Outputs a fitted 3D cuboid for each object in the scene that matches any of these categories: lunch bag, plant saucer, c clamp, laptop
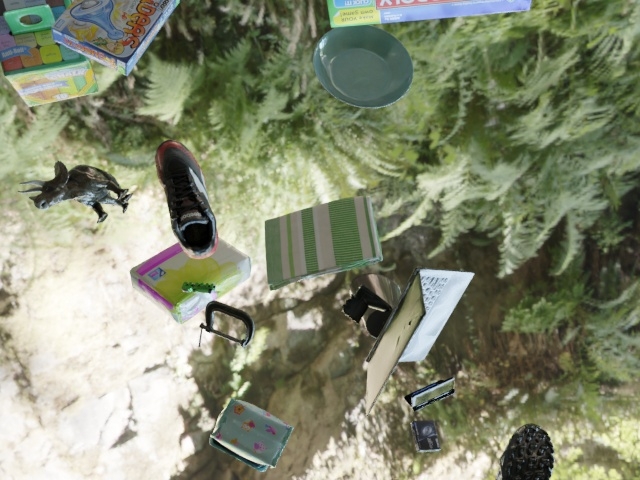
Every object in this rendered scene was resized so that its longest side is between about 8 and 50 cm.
[{"bbox_3d":[-0.226,0.614,1.823,0.160,0.224,0.262,-63,-179,-25],"label":"lunch bag"},{"bbox_3d":[0.080,-0.327,1.106,0.195,0.194,0.037,-23,165,-16],"label":"plant saucer"},{"bbox_3d":[-0.224,0.210,1.372,0.161,0.137,0.022,12,-160,25],"label":"c clamp"},{"bbox_3d":[0.313,0.302,1.762,0.408,0.381,0.236,6,-150,-35],"label":"laptop"}]

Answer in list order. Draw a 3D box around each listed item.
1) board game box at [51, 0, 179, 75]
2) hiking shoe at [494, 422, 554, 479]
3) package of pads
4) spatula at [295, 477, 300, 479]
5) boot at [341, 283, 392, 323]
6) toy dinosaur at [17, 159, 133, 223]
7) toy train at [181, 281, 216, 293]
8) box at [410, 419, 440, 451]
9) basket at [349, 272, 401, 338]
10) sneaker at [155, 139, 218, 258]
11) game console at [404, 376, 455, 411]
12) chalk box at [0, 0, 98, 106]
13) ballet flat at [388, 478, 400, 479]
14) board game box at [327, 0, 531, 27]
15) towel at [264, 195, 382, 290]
[{"bbox_3d":[-0.352,-0.397,1.010,0.035,0.136,0.201,127,-14,-62],"label":"board game box"},{"bbox_3d":[0.403,0.536,1.242,0.304,0.113,0.132,-59,179,-27],"label":"hiking shoe"},{"bbox_3d":[-0.381,0.099,1.737,0.229,0.101,0.297,30,-133,29],"label":"package of pads"},{"bbox_3d":[-0.002,0.576,1.072,0.019,0.168,0.242,-19,-122,-30],"label":"spatula"},{"bbox_3d":[0.128,0.192,1.635,0.121,0.045,0.099,35,-101,20],"label":"boot"},{"bbox_3d":[-0.520,-0.126,1.322,0.121,0.160,0.313,-50,-175,13],"label":"toy dinosaur"},{"bbox_3d":[-0.268,0.105,1.269,0.083,0.017,0.023,3,-126,19],"label":"toy train"},{"bbox_3d":[0.293,0.545,1.607,0.067,0.018,0.083,5,-128,-18],"label":"box"},{"bbox_3d":[0.209,0.238,2.055,0.205,0.154,0.227,22,-160,-11],"label":"basket"},{"bbox_3d":[-0.287,-0.087,1.250,0.098,0.275,0.135,-17,-170,-11],"label":"sneaker"},{"bbox_3d":[0.280,0.384,1.495,0.122,0.071,0.107,-21,-165,-8],"label":"game console"},{"bbox_3d":[-0.627,-0.443,1.304,0.180,0.179,0.289,-16,-178,-15],"label":"chalk box"},{"bbox_3d":[0.244,0.611,1.339,0.206,0.073,0.067,13,-179,-6],"label":"ballet flat"},{"bbox_3d":[0.159,-0.431,0.854,0.318,0.213,0.046,-2,-125,9],"label":"board game box"},{"bbox_3d":[0.000,0.000,1.611,0.325,0.038,0.247,-16,-128,13],"label":"towel"}]
